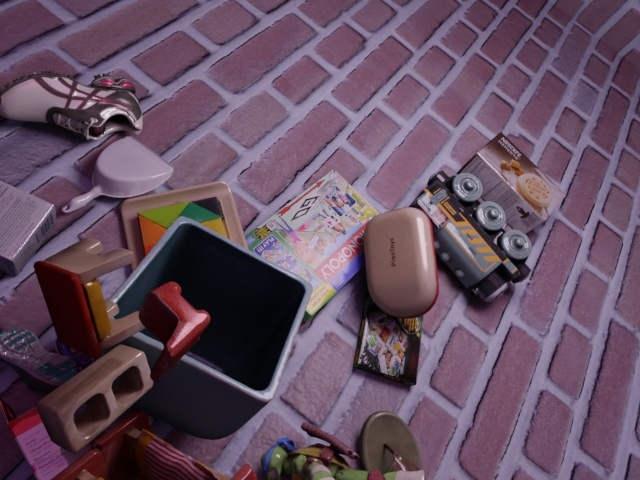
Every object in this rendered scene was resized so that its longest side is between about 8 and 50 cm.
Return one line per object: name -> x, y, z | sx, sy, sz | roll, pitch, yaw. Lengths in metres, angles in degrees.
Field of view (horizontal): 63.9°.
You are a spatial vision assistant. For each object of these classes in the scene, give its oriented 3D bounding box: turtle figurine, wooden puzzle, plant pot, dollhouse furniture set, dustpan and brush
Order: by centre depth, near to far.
dollhouse furniture set -> -0.202, 0.208, 0.552 | 0.201, 0.374, 0.152 | 13, 31, 27
turtle figurine -> 0.021, 0.427, 0.789 | 0.266, 0.274, 0.197 | 4, 101, 8
plant pot -> -0.196, 0.167, 0.811 | 0.248, 0.252, 0.247 | 28, 36, -5
wooden puzzle -> -0.257, 0.004, 0.992 | 0.221, 0.044, 0.238 | -14, 69, -14
dustpan and brush -> -0.417, -0.119, 1.016 | 0.147, 0.060, 0.211 | 35, 44, 17

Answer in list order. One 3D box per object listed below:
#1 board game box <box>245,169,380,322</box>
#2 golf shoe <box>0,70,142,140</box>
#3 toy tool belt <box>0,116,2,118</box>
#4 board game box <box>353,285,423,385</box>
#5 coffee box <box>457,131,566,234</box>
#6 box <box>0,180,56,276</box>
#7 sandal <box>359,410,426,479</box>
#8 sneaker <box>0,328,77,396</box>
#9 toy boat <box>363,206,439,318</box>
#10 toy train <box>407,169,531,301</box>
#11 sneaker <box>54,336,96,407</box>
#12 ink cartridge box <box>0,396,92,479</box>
board game box -> 0.000, 0.000, 1.125 | 0.213, 0.046, 0.317 | 44, 56, 6
golf shoe -> -0.490, -0.262, 1.020 | 0.273, 0.105, 0.120 | -15, 71, -35
toy tool belt -> -0.651, -0.265, 1.009 | 0.051, 0.052, 0.083 | -21, 66, 2
board game box -> 0.156, 0.168, 1.106 | 0.136, 0.030, 0.259 | 20, 57, -8
coffee box -> 0.516, -0.154, 1.388 | 0.246, 0.098, 0.141 | 48, 56, 7
box -> -0.560, -0.027, 0.893 | 0.137, 0.072, 0.126 | 26, 56, -8
sandal -> 0.155, 0.455, 0.910 | 0.120, 0.086, 0.302 | -2, 64, -23
sneaker -> -0.460, 0.202, 0.814 | 0.166, 0.076, 0.065 | 26, 28, 21
toy boat -> 0.185, 0.052, 1.095 | 0.151, 0.151, 0.231 | 25, 58, -54
toy train -> 0.348, -0.012, 1.229 | 0.190, 0.142, 0.334 | -35, 81, -21
sneaker -> -0.379, 0.212, 0.836 | 0.068, 0.071, 0.170 | -37, 81, -33
ink cartridge box -> -0.374, 0.311, 0.744 | 0.078, 0.134, 0.231 | -29, 77, -31
